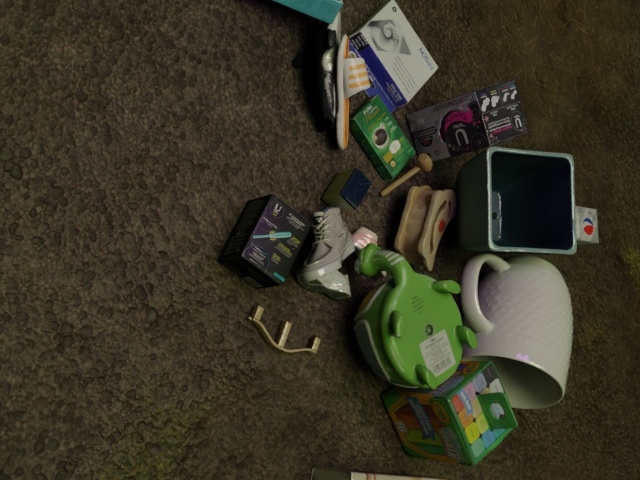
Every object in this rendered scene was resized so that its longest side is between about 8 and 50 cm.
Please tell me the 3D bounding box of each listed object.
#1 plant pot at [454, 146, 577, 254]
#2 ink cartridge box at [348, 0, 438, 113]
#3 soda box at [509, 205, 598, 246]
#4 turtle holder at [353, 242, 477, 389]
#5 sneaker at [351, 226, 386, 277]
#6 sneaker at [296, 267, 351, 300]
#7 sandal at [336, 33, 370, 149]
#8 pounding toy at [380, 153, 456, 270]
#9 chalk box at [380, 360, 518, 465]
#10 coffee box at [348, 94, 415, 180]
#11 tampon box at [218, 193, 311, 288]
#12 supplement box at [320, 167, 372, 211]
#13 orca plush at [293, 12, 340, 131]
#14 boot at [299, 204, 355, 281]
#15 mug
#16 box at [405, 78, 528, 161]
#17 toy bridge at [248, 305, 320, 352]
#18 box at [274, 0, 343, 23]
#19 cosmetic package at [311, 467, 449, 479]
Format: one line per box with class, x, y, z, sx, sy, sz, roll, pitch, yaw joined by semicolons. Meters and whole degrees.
plant pot;0.458;-0.081;2.097;0.247;0.252;0.247;3;83;-21
ink cartridge box;0.174;-0.457;2.103;0.223;0.045;0.224;52;58;-20
soda box;0.580;-0.022;2.196;0.098;0.286;0.091;6;79;-37
turtle holder;0.174;0.187;1.904;0.320;0.227;0.243;44;62;-23
sneaker;0.124;0.024;1.998;0.134;0.051;0.070;47;65;-17
sneaker;0.006;0.087;1.909;0.152;0.053;0.061;25;54;-34
sandal;0.078;-0.343;1.942;0.102;0.076;0.266;-68;159;-70
pounding toy;0.238;-0.069;2.086;0.154;0.154;0.270;31;74;-60
chalk box;0.320;0.396;1.945;0.179;0.289;0.180;-30;102;-35
coffee box;0.149;-0.253;2.061;0.184;0.040;0.113;53;57;-19
tampon box;-0.119;0.003;1.789;0.120;0.101;0.161;39;62;-26
supplement box;0.059;-0.115;1.948;0.056;0.083;0.083;44;61;-23
orca plush;-0.010;-0.399;1.958;0.151;0.102;0.288;-25;116;-81
boot;0.000;0.000;1.839;0.258;0.095;0.124;-45;116;-69
mug;0.468;0.187;2.089;0.374;0.276;0.328;42;53;-31
box;0.364;-0.291;2.095;0.163;0.247;0.142;-22;96;-36
toy bridge;-0.085;0.208;1.835;0.188;0.026;0.063;31;68;-29
box;-0.073;-0.574;1.872;0.244;0.060;0.101;16;40;-23
cosmetic package;0.133;0.584;1.870;0.296;0.153;0.129;15;73;-36
